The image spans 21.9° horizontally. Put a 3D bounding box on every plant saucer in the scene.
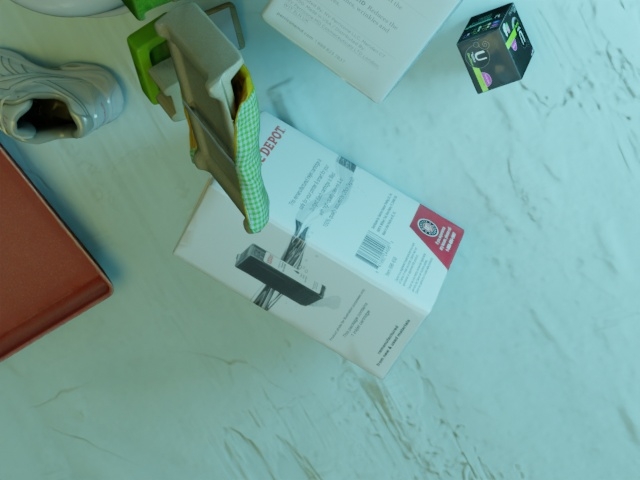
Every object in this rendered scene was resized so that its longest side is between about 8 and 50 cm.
[{"bbox_3d":[-0.413,0.010,2.045,0.259,0.047,0.258,-30,106,29],"label":"plant saucer"}]

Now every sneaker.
[{"bbox_3d":[-0.351,-0.159,1.893,0.232,0.115,0.090,3,118,16],"label":"sneaker"}]

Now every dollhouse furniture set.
[{"bbox_3d":[-0.081,-0.179,1.681,0.151,0.301,0.197,-25,132,-13],"label":"dollhouse furniture set"}]

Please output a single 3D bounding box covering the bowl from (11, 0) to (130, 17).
[{"bbox_3d":[-0.286,-0.357,1.757,0.298,0.134,0.297,7,119,13],"label":"bowl"}]

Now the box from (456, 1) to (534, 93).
[{"bbox_3d":[0.183,-0.201,1.724,0.052,0.083,0.062,-18,111,25],"label":"box"}]

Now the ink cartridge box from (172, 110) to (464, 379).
[{"bbox_3d":[0.000,0.000,1.823,0.273,0.197,0.114,32,122,-1],"label":"ink cartridge box"}]

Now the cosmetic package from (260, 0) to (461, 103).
[{"bbox_3d":[0.125,-0.344,1.591,0.156,0.217,0.385,35,120,-4],"label":"cosmetic package"}]
